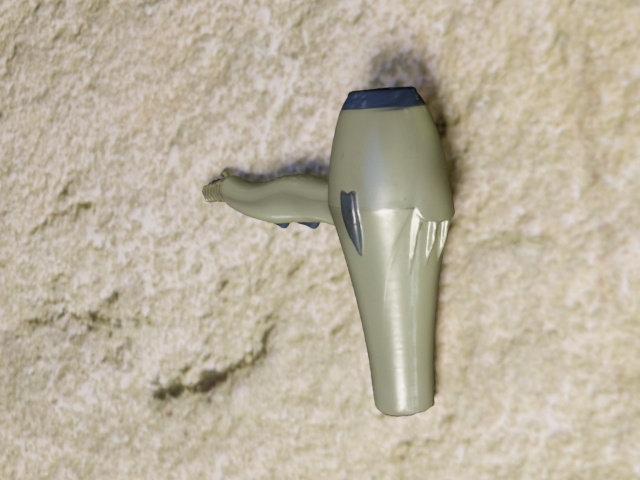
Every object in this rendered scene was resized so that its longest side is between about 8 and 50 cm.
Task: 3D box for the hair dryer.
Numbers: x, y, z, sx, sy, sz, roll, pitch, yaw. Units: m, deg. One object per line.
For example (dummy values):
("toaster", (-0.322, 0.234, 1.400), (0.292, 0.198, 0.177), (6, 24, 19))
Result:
("hair dryer", (0.024, 0.029, 1.148), (0.298, 0.119, 0.295), (-25, 81, 45))
